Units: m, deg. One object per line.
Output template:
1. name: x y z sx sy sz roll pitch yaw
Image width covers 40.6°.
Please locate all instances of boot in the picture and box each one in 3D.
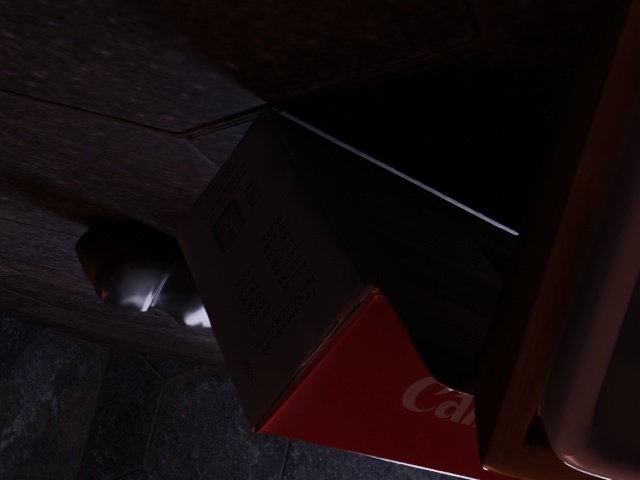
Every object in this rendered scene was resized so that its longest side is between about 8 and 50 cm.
1. boot: -0.210 0.046 1.206 0.115 0.112 0.305 39 -171 34

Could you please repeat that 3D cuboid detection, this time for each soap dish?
1. soap dish: 0.226 0.023 0.427 0.290 0.229 0.118 16 -177 -18

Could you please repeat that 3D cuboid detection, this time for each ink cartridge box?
1. ink cartridge box: 0.082 0.075 0.628 0.309 0.130 0.272 23 -155 -37
